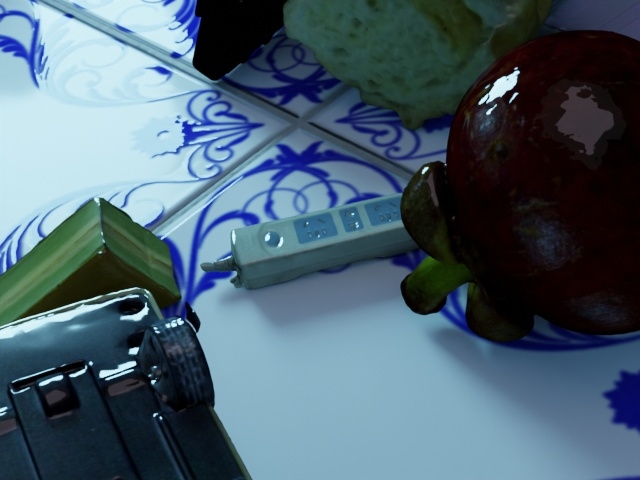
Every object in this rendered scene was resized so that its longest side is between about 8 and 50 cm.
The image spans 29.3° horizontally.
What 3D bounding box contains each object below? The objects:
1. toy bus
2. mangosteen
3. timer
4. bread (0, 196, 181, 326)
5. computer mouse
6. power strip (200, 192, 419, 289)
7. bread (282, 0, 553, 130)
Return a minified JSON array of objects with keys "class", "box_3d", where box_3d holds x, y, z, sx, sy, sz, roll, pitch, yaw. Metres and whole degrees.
[{"class":"toy bus","box_3d":[-0.098,0.198,0.643,0.176,0.202,0.365,-17,40,-17]},{"class":"mangosteen","box_3d":[0.158,-0.025,0.851,0.257,0.215,0.215,-30,34,31]},{"class":"timer","box_3d":[-0.050,-0.246,1.140,0.055,0.144,0.187,37,56,9]},{"class":"bread","box_3d":[-0.191,0.044,0.956,0.139,0.084,0.074,-38,42,15]},{"class":"computer mouse","box_3d":[0.295,-0.160,1.052,0.126,0.056,0.245,-36,42,-25]},{"class":"power strip","box_3d":[0.000,0.000,0.957,0.191,0.030,0.048,-13,42,-4]},{"class":"bread","box_3d":[0.106,-0.244,1.075,0.238,0.196,0.252,31,55,14]}]
